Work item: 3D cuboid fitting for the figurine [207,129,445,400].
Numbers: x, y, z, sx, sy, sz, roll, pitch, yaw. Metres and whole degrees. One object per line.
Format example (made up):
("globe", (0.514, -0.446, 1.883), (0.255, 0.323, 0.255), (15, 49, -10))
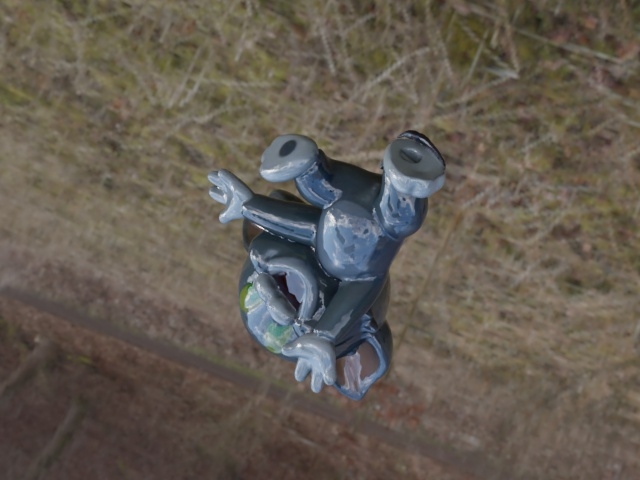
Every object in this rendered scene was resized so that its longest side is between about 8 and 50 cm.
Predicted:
("figurine", (0.004, -0.004, 0.786), (0.193, 0.265, 0.140), (47, -142, 15))
